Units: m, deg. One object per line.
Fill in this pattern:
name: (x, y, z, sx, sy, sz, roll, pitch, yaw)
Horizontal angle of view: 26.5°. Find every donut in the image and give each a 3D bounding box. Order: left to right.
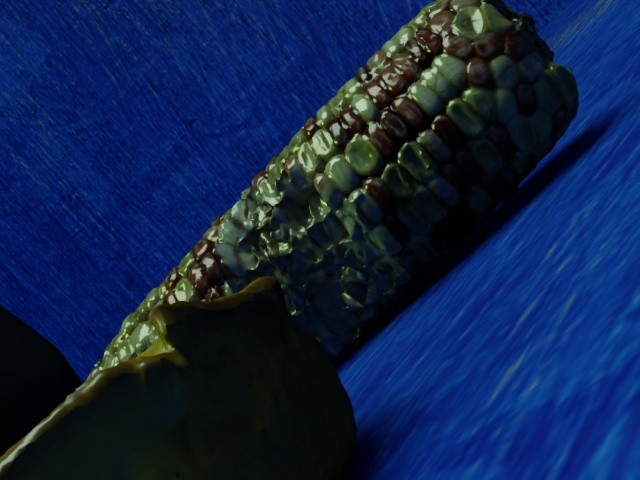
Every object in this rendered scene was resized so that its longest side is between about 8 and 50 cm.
donut: (-0.062, 0.089, 0.423, 0.174, 0.074, 0.190, -44, -2, 2)

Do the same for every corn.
corn: (0.000, 0.000, 0.657, 0.290, 0.098, 0.098, -44, 2, 6)

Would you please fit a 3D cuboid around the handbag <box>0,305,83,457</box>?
handbag: (-0.263, 0.143, 0.514, 0.302, 0.178, 0.275, -56, -19, 11)
